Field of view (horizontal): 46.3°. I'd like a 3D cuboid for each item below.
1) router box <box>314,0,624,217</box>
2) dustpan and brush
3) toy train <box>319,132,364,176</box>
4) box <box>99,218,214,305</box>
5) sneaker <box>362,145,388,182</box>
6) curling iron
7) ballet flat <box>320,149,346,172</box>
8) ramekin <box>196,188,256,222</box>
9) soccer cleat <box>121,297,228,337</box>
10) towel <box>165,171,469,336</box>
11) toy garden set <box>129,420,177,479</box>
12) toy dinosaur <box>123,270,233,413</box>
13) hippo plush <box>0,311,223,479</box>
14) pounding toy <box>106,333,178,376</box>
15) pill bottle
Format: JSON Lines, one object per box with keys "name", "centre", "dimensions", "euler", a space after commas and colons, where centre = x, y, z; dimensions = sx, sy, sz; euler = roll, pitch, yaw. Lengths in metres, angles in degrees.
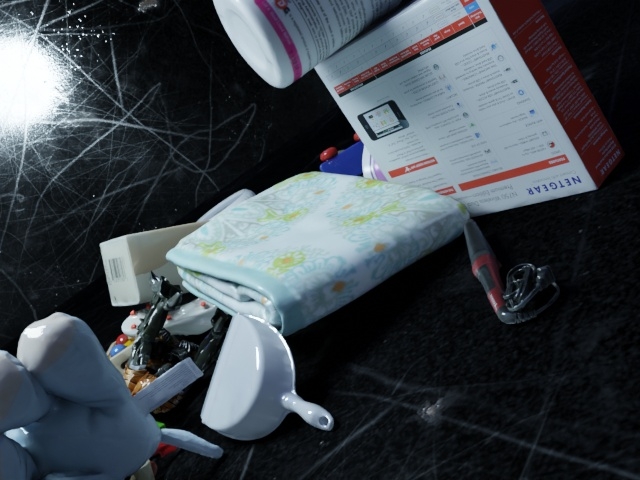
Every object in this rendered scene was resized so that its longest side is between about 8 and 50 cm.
{"name": "router box", "centre": [0.183, -0.180, 1.013], "dimensions": [0.082, 0.301, 0.335], "euler": [-43, 17, -30]}
{"name": "dustpan and brush", "centre": [-0.057, 0.174, 0.855], "dimensions": [0.211, 0.060, 0.147], "euler": [11, 83, 62]}
{"name": "toy train", "centre": [0.114, -0.192, 1.682], "dimensions": [0.248, 0.105, 0.143], "euler": [-31, -4, -6]}
{"name": "box", "centre": [-0.230, 0.029, 1.397], "dimensions": [0.311, 0.121, 0.148], "euler": [-13, 1, -36]}
{"name": "sneaker", "centre": [0.173, -0.237, 1.515], "dimensions": [0.161, 0.102, 0.282], "euler": [-19, 55, 31]}
{"name": "curling iron", "centre": [0.199, 0.025, 0.844], "dimensions": [0.068, 0.035, 0.274], "euler": [-29, 15, 6]}
{"name": "ballet flat", "centre": [-0.002, -0.122, 1.790], "dimensions": [0.084, 0.058, 0.250], "euler": [12, 51, 42]}
{"name": "ramekin", "centre": [-0.223, -0.041, 1.897], "dimensions": [0.207, 0.109, 0.207], "euler": [-32, 14, 9]}
{"name": "soccer cleat", "centre": [-0.249, 0.143, 1.322], "dimensions": [0.196, 0.076, 0.068], "euler": [-15, 39, -5]}
{"name": "towel", "centre": [-0.023, -0.002, 1.095], "dimensions": [0.320, 0.090, 0.374], "euler": [-31, 25, -25]}
{"name": "toy garden set", "centre": [-0.293, 0.309, 0.949], "dimensions": [0.203, 0.049, 0.244], "euler": [0, 17, 45]}
{"name": "toy dinosaur", "centre": [-0.228, 0.189, 1.141], "dimensions": [0.219, 0.164, 0.322], "euler": [-60, 31, -3]}
{"name": "hippo plush", "centre": [-0.315, 0.190, 0.834], "dimensions": [0.236, 0.235, 0.294], "euler": [0, 18, 43]}
{"name": "pounding toy", "centre": [-0.330, 0.188, 1.394], "dimensions": [0.141, 0.100, 0.130], "euler": [-33, 14, 5]}
{"name": "pill bottle", "centre": [0.012, -0.347, 1.007], "dimensions": [0.283, 0.160, 0.160], "euler": [-38, 14, -9]}
